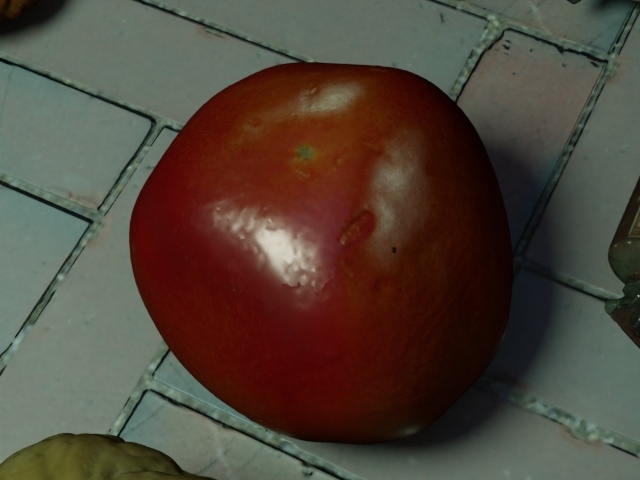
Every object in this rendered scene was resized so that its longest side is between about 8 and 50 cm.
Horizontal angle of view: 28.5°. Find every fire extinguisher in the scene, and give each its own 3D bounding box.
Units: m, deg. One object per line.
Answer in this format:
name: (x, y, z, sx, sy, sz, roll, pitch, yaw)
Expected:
fire extinguisher: (0.274, -0.013, 0.972, 0.075, 0.106, 0.252, 29, 66, 0)

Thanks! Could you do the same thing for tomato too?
tomato: (0.000, 0.000, 0.919, 0.299, 0.226, 0.298, -2, 64, 4)

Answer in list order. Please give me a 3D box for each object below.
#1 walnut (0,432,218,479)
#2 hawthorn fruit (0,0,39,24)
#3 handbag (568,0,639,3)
walnut: (-0.138, 0.229, 0.804, 0.228, 0.228, 0.228, -2, 61, 3)
hawthorn fruit: (-0.322, -0.273, 1.134, 0.173, 0.179, 0.173, 1, 87, -28)
handbag: (0.363, -0.269, 1.102, 0.270, 0.117, 0.182, 11, 76, 10)
